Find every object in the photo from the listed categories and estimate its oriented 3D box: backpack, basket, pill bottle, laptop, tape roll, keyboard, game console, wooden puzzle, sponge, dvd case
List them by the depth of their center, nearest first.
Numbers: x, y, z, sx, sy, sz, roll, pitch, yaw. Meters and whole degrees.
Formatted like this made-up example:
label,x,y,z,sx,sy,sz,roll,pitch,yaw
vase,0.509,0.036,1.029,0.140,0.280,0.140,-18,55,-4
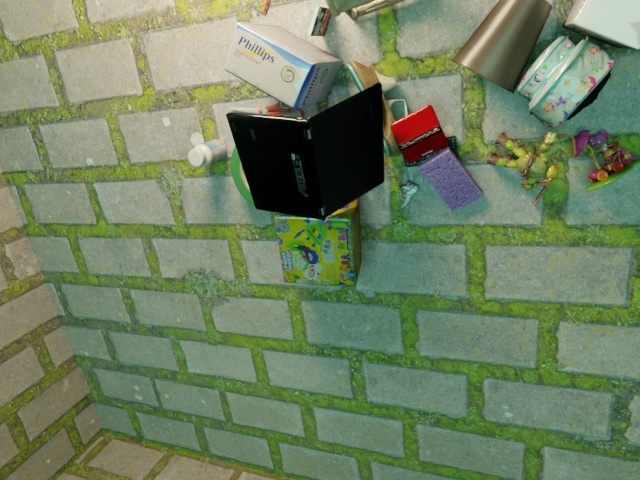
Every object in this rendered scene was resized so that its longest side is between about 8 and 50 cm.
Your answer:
label,x,y,z,sx,sy,sz,roll,pitch,yaw
backpack,0.649,-0.421,1.188,0.191,0.253,0.225,37,122,4
basket,0.515,-0.564,1.246,0.204,0.154,0.227,30,117,6
dvd case,0.001,-0.693,1.417,0.013,0.119,0.087,28,121,9
game console,0.316,-0.335,1.423,0.144,0.085,0.124,-23,142,22
laptop,-0.025,-0.283,1.429,0.407,0.236,0.382,10,139,18
sponge,0.430,-0.198,1.475,0.117,0.031,0.210,-31,116,32
keyboard,0.362,-0.308,1.493,0.180,0.023,0.108,-6,110,24
wooden puzzle,-0.199,-0.803,1.517,0.049,0.006,0.083,32,121,7
tape roll,-0.186,-0.271,1.708,0.321,0.077,0.322,9,116,20
pill bottle,-0.439,-0.337,1.735,0.087,0.160,0.087,9,115,19

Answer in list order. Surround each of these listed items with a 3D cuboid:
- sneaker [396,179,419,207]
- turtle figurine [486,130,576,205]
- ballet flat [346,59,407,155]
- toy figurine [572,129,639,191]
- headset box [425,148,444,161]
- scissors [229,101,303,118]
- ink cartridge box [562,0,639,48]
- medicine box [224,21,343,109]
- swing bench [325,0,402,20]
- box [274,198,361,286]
label,x,y,z,sx,sy,sz,roll,pitch,yaw
sneaker,0.294,-0.168,1.577,0.069,0.038,0.098,36,112,6
turtle figurine,0.626,-0.228,1.366,0.217,0.087,0.270,29,146,21
ballet flat,0.210,-0.445,1.456,0.124,0.116,0.343,-26,102,9
toy figurine,0.811,-0.255,1.290,0.173,0.130,0.159,-32,88,9
headset box,0.374,-0.293,1.464,0.062,0.032,0.083,1,120,20
scissors,-0.203,-0.470,1.658,0.297,0.021,0.109,-5,112,23
ink cartridge box,0.729,-0.582,1.095,0.171,0.233,0.168,28,120,10
medicine box,-0.110,-0.559,1.422,0.263,0.289,0.149,31,121,7
swing bench,0.151,-0.744,1.252,0.253,0.255,0.165,-8,109,26
box,0.000,0.000,1.645,0.279,0.177,0.290,3,123,12
